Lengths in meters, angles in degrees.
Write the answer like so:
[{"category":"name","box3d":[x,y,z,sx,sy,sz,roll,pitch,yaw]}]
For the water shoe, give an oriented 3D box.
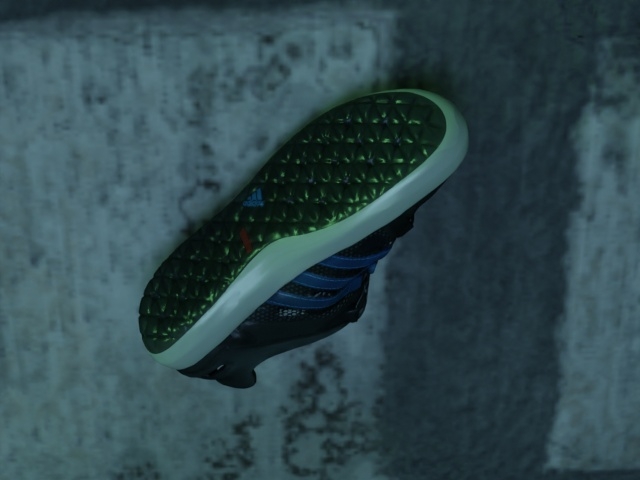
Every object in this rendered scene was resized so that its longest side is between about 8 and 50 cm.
[{"category":"water shoe","box3d":[0.000,0.000,0.776,0.203,0.073,0.080,-35,138,23]}]
